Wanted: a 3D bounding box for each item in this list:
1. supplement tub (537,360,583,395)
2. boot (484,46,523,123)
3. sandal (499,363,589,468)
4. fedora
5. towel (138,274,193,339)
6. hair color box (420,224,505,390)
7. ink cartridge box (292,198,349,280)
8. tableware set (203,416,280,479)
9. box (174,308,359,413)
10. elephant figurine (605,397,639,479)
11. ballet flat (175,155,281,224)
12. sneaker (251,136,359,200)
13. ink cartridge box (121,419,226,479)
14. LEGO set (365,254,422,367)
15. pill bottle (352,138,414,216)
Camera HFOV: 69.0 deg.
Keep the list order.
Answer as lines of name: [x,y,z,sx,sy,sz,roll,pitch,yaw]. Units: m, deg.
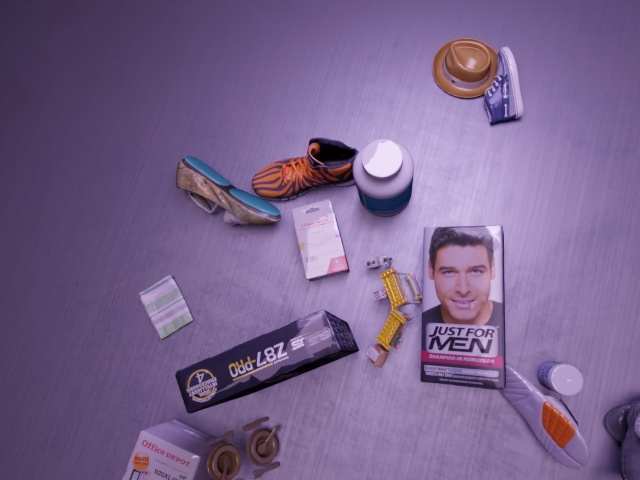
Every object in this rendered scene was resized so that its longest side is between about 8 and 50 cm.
supplement tub: [0.554,0.319,1.081,0.071,0.107,0.070,-2,78,9]
boot: [0.478,-0.412,1.242,0.086,0.069,0.189,-14,96,10]
sandal: [0.523,0.389,1.083,0.076,0.101,0.265,-11,52,-37]
fedora: [0.407,-0.493,1.285,0.195,0.079,0.194,-2,78,9]
towel: [-0.438,0.188,1.314,0.113,0.023,0.151,-32,76,3]
hair color box: [0.346,0.156,1.126,0.186,0.114,0.373,-1,77,24]
ink cartridge box: [0.000,0.000,1.258,0.116,0.067,0.198,-14,78,6]
tableware set: [-0.180,0.520,1.130,0.039,0.194,0.128,-31,71,45]
box: [-0.090,0.267,1.051,0.319,0.395,0.097,-25,74,3]
elephant figurine: [0.727,0.421,1.027,0.169,0.186,0.239,-31,56,46]
ballet flat: [-0.268,-0.112,1.311,0.349,0.123,0.123,32,85,13]
sneaker: [-0.046,-0.203,1.248,0.322,0.180,0.124,-13,77,6]
ink cartridge box: [-0.373,0.594,1.146,0.172,0.168,0.232,17,81,13]
LEGO set: [0.195,0.179,1.193,0.132,0.107,0.286,-8,80,43]
pill bottle: [0.158,-0.158,1.162,0.147,0.264,0.146,-2,79,9]
